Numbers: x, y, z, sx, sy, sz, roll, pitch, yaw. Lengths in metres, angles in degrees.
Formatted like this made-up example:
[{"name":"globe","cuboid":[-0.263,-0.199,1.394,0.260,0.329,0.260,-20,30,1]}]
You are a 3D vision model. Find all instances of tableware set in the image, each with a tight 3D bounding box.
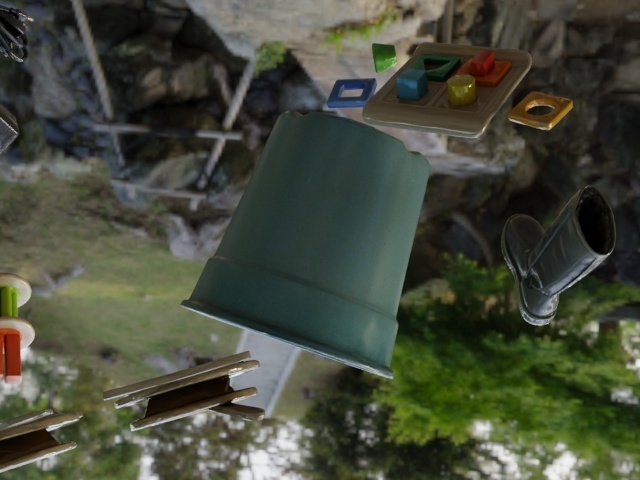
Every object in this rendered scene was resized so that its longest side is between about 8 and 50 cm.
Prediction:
[{"name":"tableware set","cuboid":[-0.124,0.110,0.536,0.194,0.039,0.128,-15,171,-8]}]

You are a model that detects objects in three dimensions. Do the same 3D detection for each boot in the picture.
[{"name":"boot","cuboid":[0.309,-0.006,1.249,0.076,0.190,0.208,-5,146,-8]}]

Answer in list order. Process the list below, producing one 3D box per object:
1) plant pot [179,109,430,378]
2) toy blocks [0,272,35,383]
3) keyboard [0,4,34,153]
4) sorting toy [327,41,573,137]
[{"name":"plant pot","cuboid":[0.000,0.000,1.453,0.341,0.334,0.341,18,172,3]},{"name":"toy blocks","cuboid":[-0.296,0.083,0.813,0.054,0.148,0.123,-27,140,13]},{"name":"keyboard","cuboid":[-0.371,-0.175,0.810,0.033,0.201,0.317,41,175,37]},{"name":"sorting toy","cuboid":[0.175,-0.221,1.299,0.347,0.047,0.196,12,-135,29]}]
